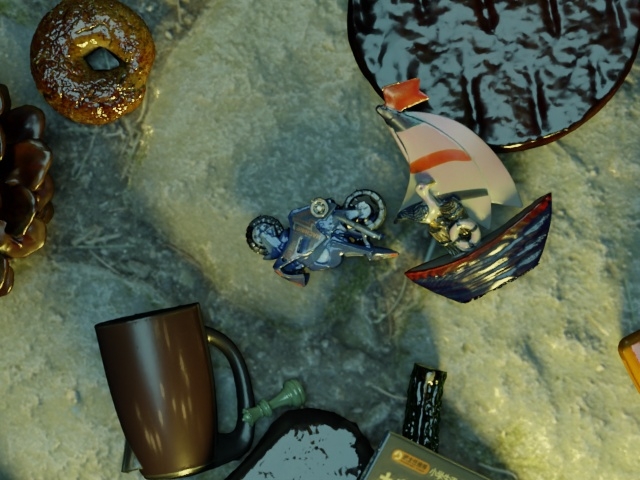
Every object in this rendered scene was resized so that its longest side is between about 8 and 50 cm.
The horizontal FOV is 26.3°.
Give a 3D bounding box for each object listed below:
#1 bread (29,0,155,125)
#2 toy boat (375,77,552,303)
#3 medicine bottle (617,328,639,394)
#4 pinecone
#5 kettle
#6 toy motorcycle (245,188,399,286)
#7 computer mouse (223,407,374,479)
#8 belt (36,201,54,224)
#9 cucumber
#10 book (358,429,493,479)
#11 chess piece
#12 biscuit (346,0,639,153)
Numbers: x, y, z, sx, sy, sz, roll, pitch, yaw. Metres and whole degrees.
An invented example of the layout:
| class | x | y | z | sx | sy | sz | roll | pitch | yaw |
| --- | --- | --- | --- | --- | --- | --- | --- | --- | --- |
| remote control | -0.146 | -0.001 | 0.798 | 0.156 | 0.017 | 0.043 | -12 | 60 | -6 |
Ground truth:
| class | x | y | z | sx | sy | sz | roll | pitch | yaw |
| --- | --- | --- | --- | --- | --- | --- | --- | --- | --- |
| bread | -0.328 | -0.260 | 1.958 | 0.193 | 0.064 | 0.193 | 0 | 87 | 4 |
| toy boat | 0.198 | -0.070 | 1.840 | 0.219 | 0.072 | 0.318 | -5 | 105 | 15 |
| medicine bottle | 0.521 | 0.150 | 1.805 | 0.222 | 0.112 | 0.149 | -28 | 84 | 5 |
| pinecone | -0.557 | -0.073 | 1.828 | 0.398 | 0.398 | 0.397 | 0 | 87 | 7 |
| kettle | -0.197 | 0.208 | 1.893 | 0.202 | 0.144 | 0.232 | -13 | 92 | -24 |
| toy motorcycle | 0.000 | 0.000 | 1.898 | 0.205 | 0.076 | 0.114 | -14 | 87 | 10 |
| computer mouse | -0.057 | 0.372 | 1.863 | 0.183 | 0.116 | 0.323 | 43 | 85 | 4 |
| belt | -0.428 | -0.045 | 1.971 | 0.083 | 0.036 | 0.059 | -2 | 86 | 7 |
| cucumber | 0.140 | 0.262 | 1.875 | 0.058 | 0.058 | 0.187 | 4 | 87 | 7 |
| book | 0.104 | 0.437 | 1.836 | 0.228 | 0.018 | 0.322 | 28 | 91 | -21 |
| chess piece | -0.068 | 0.227 | 1.890 | 0.093 | 0.042 | 0.042 | -26 | 83 | -24 |
| biscuit | 0.239 | -0.319 | 1.879 | 0.407 | 0.091 | 0.407 | -1 | 86 | 9 |
